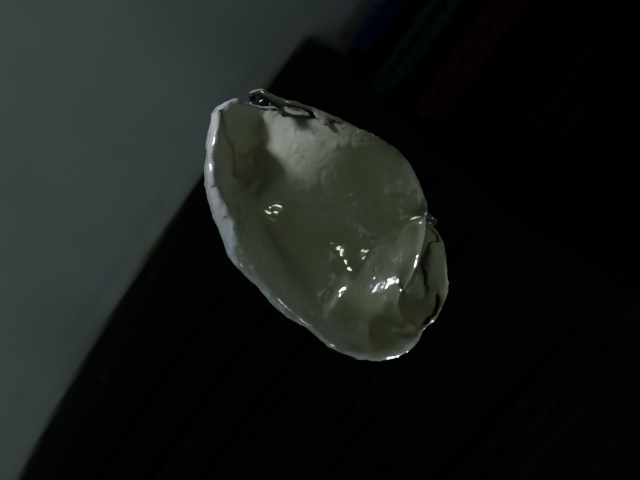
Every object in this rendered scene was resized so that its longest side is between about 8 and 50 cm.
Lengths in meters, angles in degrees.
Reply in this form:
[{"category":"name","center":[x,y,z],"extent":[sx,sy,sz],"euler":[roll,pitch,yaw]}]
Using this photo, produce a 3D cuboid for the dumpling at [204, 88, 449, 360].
[{"category":"dumpling","center":[-0.007,-0.004,1.277],"extent":[0.293,0.204,0.163],"euler":[35,-20,-27]}]
